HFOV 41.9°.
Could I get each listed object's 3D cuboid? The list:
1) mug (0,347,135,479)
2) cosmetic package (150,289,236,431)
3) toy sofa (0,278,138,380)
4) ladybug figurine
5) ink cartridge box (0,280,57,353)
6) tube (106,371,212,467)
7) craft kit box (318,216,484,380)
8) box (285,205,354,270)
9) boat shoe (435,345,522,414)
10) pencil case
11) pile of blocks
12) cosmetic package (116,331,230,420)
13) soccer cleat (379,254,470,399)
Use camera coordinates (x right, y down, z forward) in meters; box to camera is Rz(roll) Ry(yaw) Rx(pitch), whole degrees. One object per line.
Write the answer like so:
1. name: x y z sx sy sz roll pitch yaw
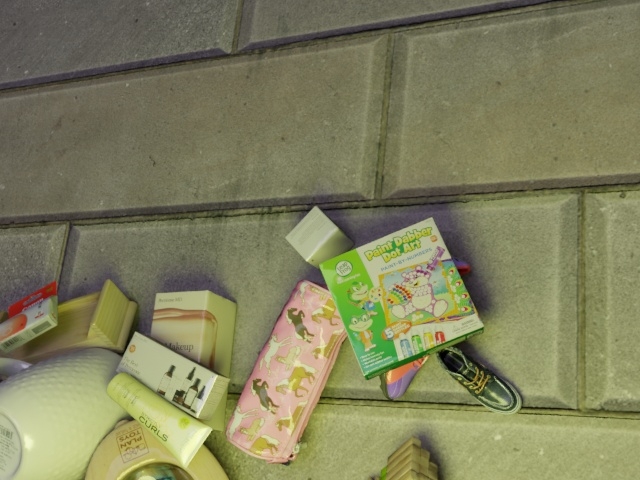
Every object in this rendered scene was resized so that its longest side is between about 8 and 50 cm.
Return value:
1. mug: -0.614 0.371 1.811 0.374 0.328 0.276 32 106 19
2. cosmetic package: -0.294 0.271 1.866 0.153 0.129 0.296 -6 68 25
3. toy sofa: -0.624 0.240 2.047 0.363 0.177 0.150 -17 40 20
4. ladybug figurine: -0.316 0.575 1.710 0.305 0.162 0.449 -22 72 -9
5. ink cartridge box: -0.701 0.170 1.999 0.145 0.045 0.179 -29 40 3
6. tube: -0.332 0.353 1.695 0.240 0.062 0.070 32 123 24
7. craft kit box: 0.155 0.111 1.631 0.250 0.061 0.246 -23 65 0
8. box: 0.000 0.000 1.839 0.101 0.102 0.087 -46 57 3
9. boat shoe: 0.299 0.269 1.604 0.183 0.083 0.065 34 88 31
10. pencil case: -0.050 0.268 1.733 0.167 0.160 0.386 25 81 -3
11. pile of blocks: 0.122 0.550 1.590 0.113 0.149 0.362 32 99 -11
12. cosmetic package: -0.314 0.283 1.760 0.239 0.060 0.098 21 80 29
13. soccer cleat: 0.206 0.172 1.677 0.116 0.108 0.318 12 75 25
